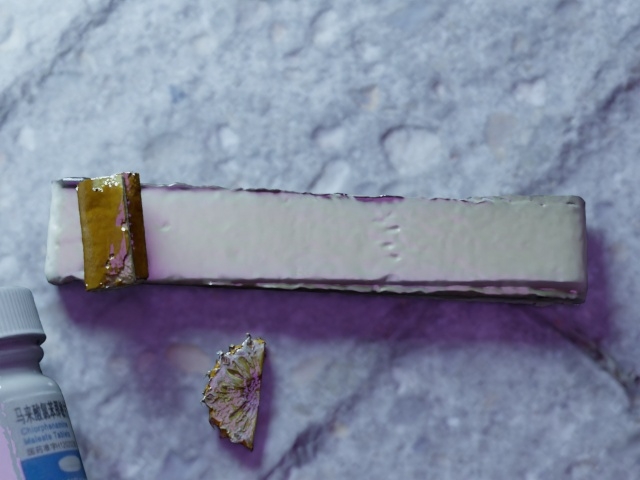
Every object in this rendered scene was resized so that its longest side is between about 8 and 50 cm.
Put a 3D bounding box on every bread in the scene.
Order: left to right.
[{"bbox_3d":[-0.148,-0.006,1.216,0.047,0.036,0.083,-7,80,0],"label":"bread"}]

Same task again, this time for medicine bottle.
[{"bbox_3d":[-0.224,0.125,1.176,0.105,0.105,0.168,-17,80,-8],"label":"medicine bottle"}]

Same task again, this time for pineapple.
[{"bbox_3d":[-0.063,0.108,1.238,0.045,0.019,0.083,11,80,-6],"label":"pineapple"}]

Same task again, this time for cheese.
[{"bbox_3d":[0.000,0.002,1.261,0.400,0.034,0.085,1,80,-4],"label":"cheese"}]
